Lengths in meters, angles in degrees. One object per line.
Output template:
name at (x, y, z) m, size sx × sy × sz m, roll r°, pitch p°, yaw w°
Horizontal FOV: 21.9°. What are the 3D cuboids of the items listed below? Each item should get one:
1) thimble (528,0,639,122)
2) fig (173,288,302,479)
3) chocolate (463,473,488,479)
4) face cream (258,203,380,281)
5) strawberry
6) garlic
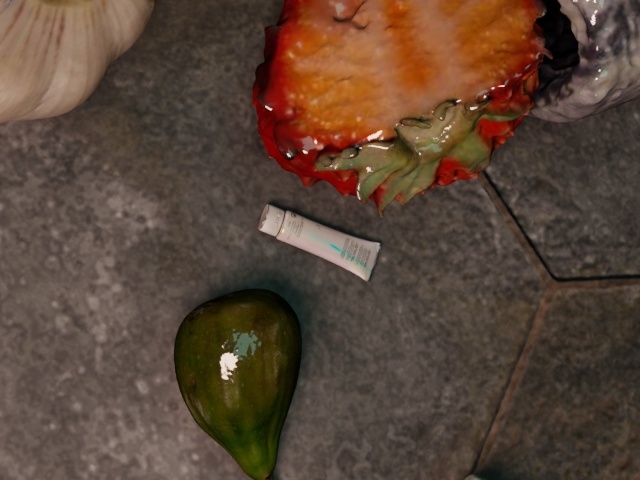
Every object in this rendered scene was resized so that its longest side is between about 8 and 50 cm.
thimble at (0.233, -0.215, 1.478) m, size 0.157 × 0.245 × 0.217 m, roll -23°, pitch 122°, yaw -21°
fig at (-0.068, 0.130, 1.392) m, size 0.117 × 0.117 × 0.177 m, roll -6°, pitch 103°, yaw -19°
chocolate at (0.235, 0.306, 1.455) m, size 0.291 × 0.110 × 0.110 m, roll 36°, pitch 71°, yaw -7°
face cream at (0.000, 0.000, 1.474) m, size 0.115 × 0.020 × 0.038 m, roll 22°, pitch 73°, yaw -14°
strawberry at (0.055, -0.149, 1.458) m, size 0.253 × 0.150 × 0.280 m, roll -38°, pitch 55°, yaw -5°
garlic at (-0.276, -0.236, 1.313) m, size 0.322 × 0.241 × 0.322 m, roll 11°, pitch 65°, yaw -25°
